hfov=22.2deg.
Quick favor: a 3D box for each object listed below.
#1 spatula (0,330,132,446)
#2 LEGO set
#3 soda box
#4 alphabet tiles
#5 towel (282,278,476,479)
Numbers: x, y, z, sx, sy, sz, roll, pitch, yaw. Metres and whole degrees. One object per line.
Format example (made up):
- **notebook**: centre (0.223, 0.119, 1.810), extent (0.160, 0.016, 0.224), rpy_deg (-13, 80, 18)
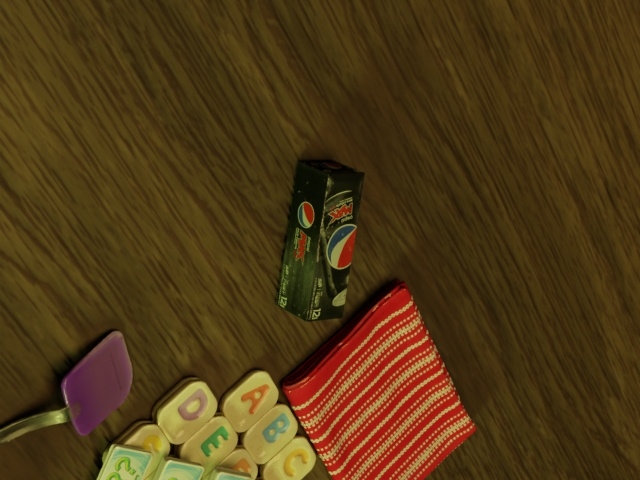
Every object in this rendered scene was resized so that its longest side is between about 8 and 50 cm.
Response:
- **spatula**: centre (-0.305, 0.194, 1.626), extent (0.296, 0.030, 0.084), rpy_deg (-31, 127, -26)
- **LEGO set**: centre (-0.187, 0.350, 1.750), extent (0.182, 0.060, 0.244), rpy_deg (19, 102, -34)
- **soda box**: centre (0.000, 0.000, 1.773), extent (0.053, 0.060, 0.169), rpy_deg (-5, 110, -39)
- **alphabet tiles**: centre (-0.129, 0.286, 1.814), extent (0.278, 0.021, 0.284), rpy_deg (-42, 128, -19)
- **towel**: centre (0.076, 0.199, 1.937), extent (0.199, 0.031, 0.275), rpy_deg (-41, 129, -18)
